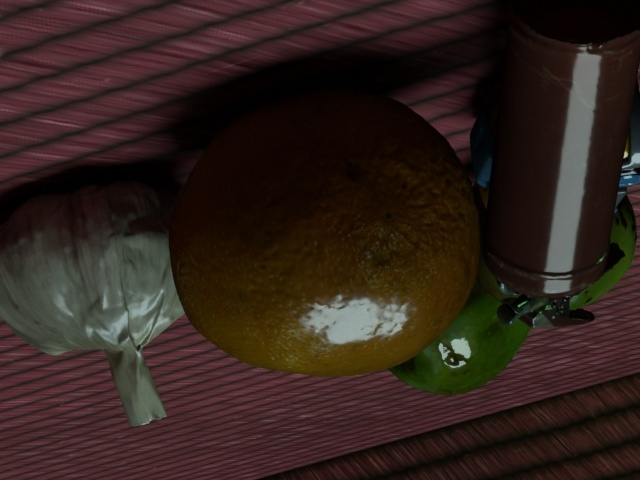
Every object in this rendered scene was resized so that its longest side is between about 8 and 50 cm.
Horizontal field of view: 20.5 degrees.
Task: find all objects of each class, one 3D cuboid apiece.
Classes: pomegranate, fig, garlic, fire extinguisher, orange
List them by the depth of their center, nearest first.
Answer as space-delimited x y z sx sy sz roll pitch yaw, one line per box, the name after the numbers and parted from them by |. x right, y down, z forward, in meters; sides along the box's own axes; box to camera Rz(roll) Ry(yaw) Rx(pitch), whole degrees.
0.203 -0.051 1.426 0.147 0.106 0.337 -22 135 -27 | fire extinguisher
0.000 0.000 1.467 0.264 0.264 0.264 -14 165 -4 | orange
-0.187 0.061 1.576 0.219 0.212 0.218 -14 168 -3 | garlic
0.235 -0.030 1.771 0.180 0.180 0.209 -6 134 -28 | pomegranate
0.179 0.046 1.996 0.275 0.206 0.206 -33 174 -26 | fig

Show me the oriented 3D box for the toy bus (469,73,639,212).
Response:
0.206 -0.091 1.570 0.136 0.126 0.209 -4 164 -6 | toy bus
